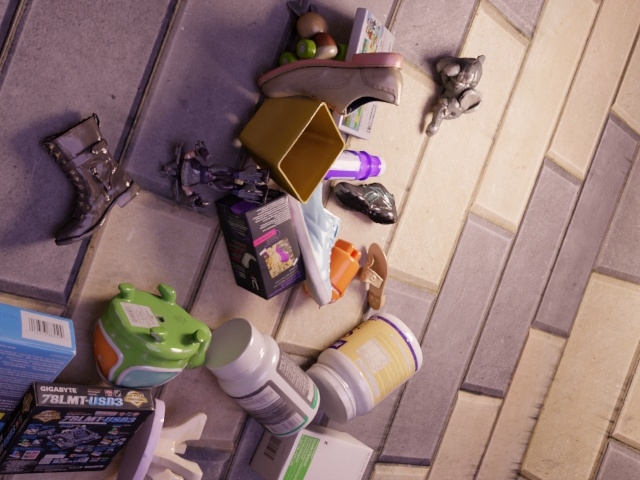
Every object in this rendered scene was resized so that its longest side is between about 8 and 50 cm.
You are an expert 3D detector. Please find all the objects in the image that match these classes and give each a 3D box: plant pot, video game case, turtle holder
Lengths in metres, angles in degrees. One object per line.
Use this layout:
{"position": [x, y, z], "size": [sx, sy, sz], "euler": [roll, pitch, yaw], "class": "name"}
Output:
{"position": [-0.090, -0.261, 1.900], "size": [0.212, 0.187, 0.212], "euler": [-56, 151, -12], "class": "plant pot"}
{"position": [0.125, -0.468, 2.046], "size": [0.300, 0.036, 0.329], "euler": [-3, 108, -70], "class": "video game case"}
{"position": [-0.432, 0.251, 1.796], "size": [0.227, 0.243, 0.320], "euler": [-54, 170, 16], "class": "turtle holder"}

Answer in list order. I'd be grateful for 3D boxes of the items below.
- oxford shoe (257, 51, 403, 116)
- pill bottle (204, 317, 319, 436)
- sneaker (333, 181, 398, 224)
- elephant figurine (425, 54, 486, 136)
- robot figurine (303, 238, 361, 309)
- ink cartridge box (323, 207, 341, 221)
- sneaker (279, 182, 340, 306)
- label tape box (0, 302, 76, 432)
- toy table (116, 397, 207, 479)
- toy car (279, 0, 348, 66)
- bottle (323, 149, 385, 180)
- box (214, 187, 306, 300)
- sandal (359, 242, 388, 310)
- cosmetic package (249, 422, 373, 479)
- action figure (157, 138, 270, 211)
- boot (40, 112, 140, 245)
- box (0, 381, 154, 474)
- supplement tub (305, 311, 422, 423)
{"position": [0.021, -0.398, 1.852], "size": [0.140, 0.397, 0.146], "euler": [-11, 98, -69], "class": "oxford shoe"}
{"position": [-0.171, 0.396, 2.043], "size": [0.204, 0.204, 0.361], "euler": [-49, 128, -17], "class": "pill bottle"}
{"position": [0.143, -0.137, 2.231], "size": [0.267, 0.101, 0.106], "euler": [26, 64, -40], "class": "sneaker"}
{"position": [0.447, -0.478, 2.343], "size": [0.169, 0.186, 0.239], "euler": [-75, 166, -59], "class": "elephant figurine"}
{"position": [0.035, 0.104, 2.174], "size": [0.219, 0.128, 0.158], "euler": [-55, 173, -13], "class": "robot figurine"}
{"position": [-0.008, -0.053, 2.142], "size": [0.122, 0.052, 0.088], "euler": [32, 82, -39], "class": "ink cartridge box"}
{"position": [0.000, 0.000, 2.022], "size": [0.150, 0.135, 0.366], "euler": [-16, 93, -11], "class": "sneaker"}
{"position": [-0.748, 0.293, 1.577], "size": [0.249, 0.115, 0.348], "euler": [22, 123, -41], "class": "label tape box"}
{"position": [-0.422, 0.571, 1.889], "size": [0.161, 0.252, 0.274], "euler": [22, 100, -25], "class": "toy table"}
{"position": [-0.033, -0.567, 1.944], "size": [0.155, 0.149, 0.188], "euler": [-7, 79, -43], "class": "toy car"}
{"position": [0.071, -0.225, 2.110], "size": [0.283, 0.118, 0.092], "euler": [-3, 104, -38], "class": "bottle"}
{"position": [-0.164, 0.002, 1.955], "size": [0.143, 0.165, 0.270], "euler": [-27, 120, -31], "class": "box"}
{"position": [0.166, 0.132, 2.317], "size": [0.079, 0.088, 0.240], "euler": [-25, 123, -38], "class": "sandal"}
{"position": [-0.024, 0.704, 2.292], "size": [0.365, 0.155, 0.197], "euler": [27, 83, -40], "class": "cosmetic package"}
{"position": [-0.273, -0.163, 1.801], "size": [0.285, 0.099, 0.185], "euler": [8, 125, -2], "class": "action figure"}
{"position": [-0.570, -0.142, 1.645], "size": [0.263, 0.091, 0.229], "euler": [-46, 122, -24], "class": "boot"}
{"position": [-0.600, 0.458, 1.705], "size": [0.295, 0.073, 0.293], "euler": [13, 127, -40], "class": "box"}
{"position": [0.139, 0.411, 2.279], "size": [0.331, 0.241, 0.241], "euler": [-32, 121, -28], "class": "supplement tub"}
